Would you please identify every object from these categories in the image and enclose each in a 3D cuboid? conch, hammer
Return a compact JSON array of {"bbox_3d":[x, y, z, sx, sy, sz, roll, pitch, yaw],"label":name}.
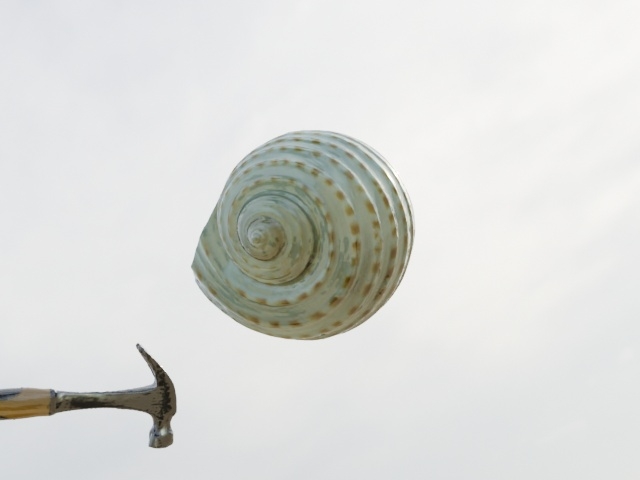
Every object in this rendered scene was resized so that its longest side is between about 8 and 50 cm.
[{"bbox_3d":[0.005,0.006,0.901,0.200,0.131,0.172,7,-63,-47],"label":"conch"},{"bbox_3d":[-0.203,0.114,0.877,0.201,0.078,0.021,1,7,-18],"label":"hammer"}]
